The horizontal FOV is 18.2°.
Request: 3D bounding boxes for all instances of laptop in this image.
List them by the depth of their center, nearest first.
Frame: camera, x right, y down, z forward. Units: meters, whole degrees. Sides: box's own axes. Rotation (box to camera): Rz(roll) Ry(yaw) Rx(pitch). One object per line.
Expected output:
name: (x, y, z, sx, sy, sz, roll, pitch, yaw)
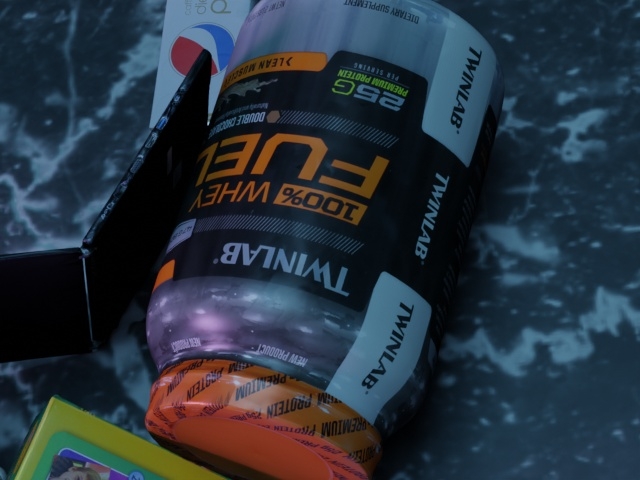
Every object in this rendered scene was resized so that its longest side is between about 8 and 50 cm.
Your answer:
laptop: (-0.200, -0.014, 1.446, 0.136, 0.234, 0.264, 28, 71, 5)

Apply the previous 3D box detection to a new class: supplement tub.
supplement tub: (0.000, 0.000, 1.426, 0.207, 0.207, 0.338, 8, 64, 16)

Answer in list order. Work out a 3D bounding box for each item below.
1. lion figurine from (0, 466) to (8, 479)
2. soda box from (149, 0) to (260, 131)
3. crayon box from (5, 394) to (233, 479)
lion figurine: (-0.365, 0.287, 1.376, 0.142, 0.240, 0.392, 33, 85, -3)
soda box: (-0.084, -0.165, 1.614, 0.074, 0.069, 0.216, -1, 62, 12)
crayon box: (-0.169, 0.266, 1.351, 0.165, 0.081, 0.278, 27, 67, -8)
